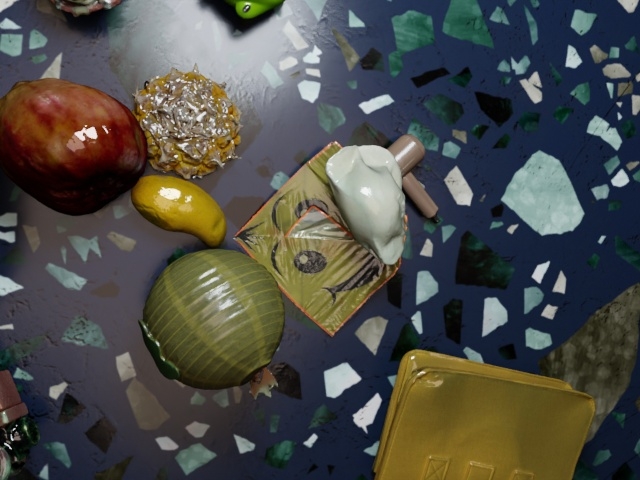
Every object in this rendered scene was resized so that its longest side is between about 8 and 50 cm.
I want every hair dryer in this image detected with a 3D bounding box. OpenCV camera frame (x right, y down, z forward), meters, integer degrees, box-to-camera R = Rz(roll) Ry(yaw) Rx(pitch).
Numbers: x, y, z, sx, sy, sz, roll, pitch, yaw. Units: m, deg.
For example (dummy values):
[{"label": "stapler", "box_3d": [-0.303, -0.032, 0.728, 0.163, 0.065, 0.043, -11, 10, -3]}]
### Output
[{"label": "hair dryer", "box_3d": [0.180, -0.105, 1.386, 0.117, 0.064, 0.181, -42, 109, -6]}]

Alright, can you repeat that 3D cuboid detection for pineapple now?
[{"label": "pineapple", "box_3d": [-0.236, -0.213, 1.262, 0.225, 0.076, 0.225, 2, 82, -14]}]

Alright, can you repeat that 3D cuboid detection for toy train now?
[{"label": "toy train", "box_3d": [-0.638, 0.337, 1.195, 0.304, 0.150, 0.221, -25, 88, -8]}]

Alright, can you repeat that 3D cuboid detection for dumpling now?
[{"label": "dumpling", "box_3d": [0.101, -0.073, 1.289, 0.151, 0.124, 0.229, -37, 111, -33]}]

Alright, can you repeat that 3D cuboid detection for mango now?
[{"label": "mango", "box_3d": [-0.249, -0.058, 1.281, 0.190, 0.075, 0.098, 27, 94, -14]}]

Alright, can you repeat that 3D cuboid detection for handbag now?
[{"label": "handbag", "box_3d": [0.314, 0.385, 1.411, 0.401, 0.133, 0.283, 12, 96, -13]}]

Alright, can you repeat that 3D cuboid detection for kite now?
[{"label": "kite", "box_3d": [0.000, 0.001, 1.352, 0.327, 0.013, 0.377, 3, 102, -5]}]

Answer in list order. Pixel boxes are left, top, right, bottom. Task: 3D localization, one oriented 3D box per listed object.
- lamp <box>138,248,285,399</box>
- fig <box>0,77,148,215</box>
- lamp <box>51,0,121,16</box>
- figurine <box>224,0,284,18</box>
[{"label": "lamp", "box_3d": [-0.161, 0.150, 1.213, 0.250, 0.250, 0.284, -39, 72, -7]}, {"label": "fig", "box_3d": [-0.413, -0.154, 1.172, 0.263, 0.224, 0.224, 18, 90, 9]}, {"label": "lamp", "box_3d": [-0.400, -0.488, 1.183, 0.223, 0.151, 0.215, 34, 82, -10]}, {"label": "figurine", "box_3d": [-0.091, -0.509, 1.264, 0.162, 0.143, 0.263, 45, 67, -19]}]
